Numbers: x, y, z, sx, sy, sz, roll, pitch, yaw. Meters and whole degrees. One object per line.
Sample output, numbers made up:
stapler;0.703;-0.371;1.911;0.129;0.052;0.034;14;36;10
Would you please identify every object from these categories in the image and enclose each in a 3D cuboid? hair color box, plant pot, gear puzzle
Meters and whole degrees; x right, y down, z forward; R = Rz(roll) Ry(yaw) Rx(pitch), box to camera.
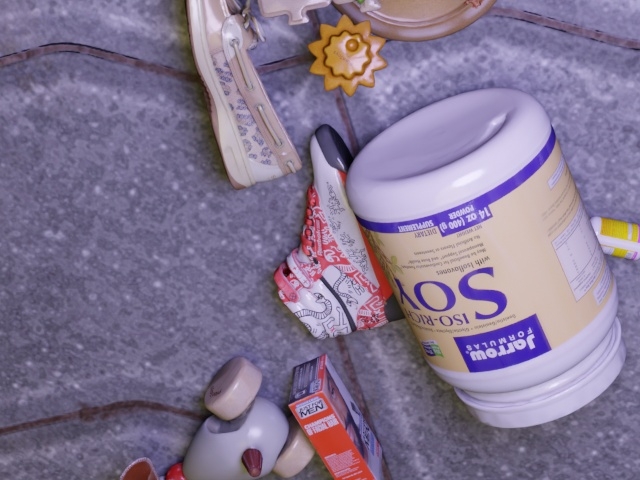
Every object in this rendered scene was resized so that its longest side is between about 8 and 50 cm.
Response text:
hair color box;0.022;0.242;1.689;0.053;0.093;0.167;-25;113;15
plant pot;0.102;-0.327;1.430;0.236;0.032;0.236;2;116;4
gear puzzle;-0.005;-0.317;1.372;0.175;0.044;0.339;-10;96;5

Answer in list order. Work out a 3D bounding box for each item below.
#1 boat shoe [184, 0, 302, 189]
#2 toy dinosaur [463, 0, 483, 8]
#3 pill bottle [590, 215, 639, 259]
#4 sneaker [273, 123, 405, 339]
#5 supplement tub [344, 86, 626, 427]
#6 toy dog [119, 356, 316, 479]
boat shoe;-0.093;-0.198;1.477;0.089;0.104;0.285;-13;119;1
toy dinosaur;0.219;-0.398;1.319;0.218;0.164;0.322;12;90;-26
pill bottle;0.345;-0.005;1.565;0.083;0.043;0.043;12;117;-1
sneaker;0.000;0.001;1.571;0.145;0.090;0.270;-19;116;11
supplement tub;0.195;0.021;1.480;0.241;0.241;0.331;-21;113;14
toy dog;-0.146;0.316;1.701;0.220;0.161;0.333;23;116;-7
